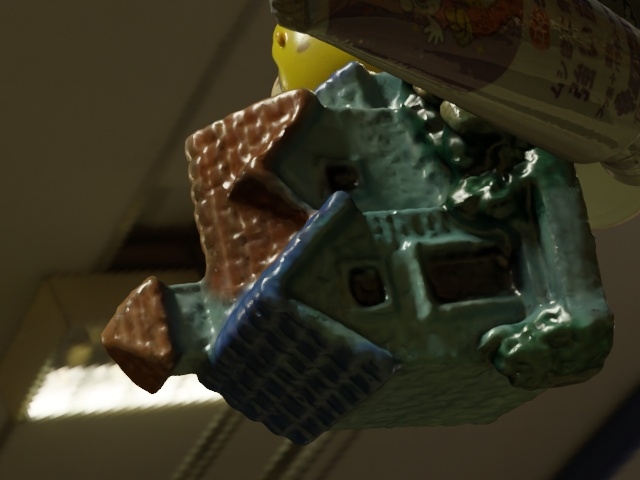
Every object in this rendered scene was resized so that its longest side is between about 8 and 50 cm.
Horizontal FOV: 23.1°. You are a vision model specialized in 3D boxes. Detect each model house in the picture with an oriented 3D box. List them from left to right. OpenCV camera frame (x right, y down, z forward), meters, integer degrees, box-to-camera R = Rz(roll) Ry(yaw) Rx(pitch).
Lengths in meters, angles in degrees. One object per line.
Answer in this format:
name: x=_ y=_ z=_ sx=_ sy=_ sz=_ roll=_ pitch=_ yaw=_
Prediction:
model house: x=0.000 y=0.000 z=1.192 sx=0.329 sy=0.295 sz=0.252 roll=-2 pitch=-20 yaw=-19

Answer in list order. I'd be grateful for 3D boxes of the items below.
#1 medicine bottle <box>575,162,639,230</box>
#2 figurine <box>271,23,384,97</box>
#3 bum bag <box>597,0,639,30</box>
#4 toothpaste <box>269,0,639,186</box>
medicine bottle: x=0.331 y=-0.176 z=1.863 sx=0.241 sy=0.252 sz=0.252 roll=-45 pitch=-15 yaw=-44
figurine: x=-0.009 y=-0.159 z=1.972 sx=0.187 sy=0.215 sz=0.343 roll=3 pitch=-36 yaw=-26
bum bag: x=0.324 y=-0.198 z=1.325 sx=0.248 sy=0.060 sz=0.123 roll=-7 pitch=-68 yaw=-22
toothpaste: x=0.077 y=-0.096 z=0.706 sx=0.073 sy=0.114 sz=0.299 roll=-17 pitch=-25 yaw=36
